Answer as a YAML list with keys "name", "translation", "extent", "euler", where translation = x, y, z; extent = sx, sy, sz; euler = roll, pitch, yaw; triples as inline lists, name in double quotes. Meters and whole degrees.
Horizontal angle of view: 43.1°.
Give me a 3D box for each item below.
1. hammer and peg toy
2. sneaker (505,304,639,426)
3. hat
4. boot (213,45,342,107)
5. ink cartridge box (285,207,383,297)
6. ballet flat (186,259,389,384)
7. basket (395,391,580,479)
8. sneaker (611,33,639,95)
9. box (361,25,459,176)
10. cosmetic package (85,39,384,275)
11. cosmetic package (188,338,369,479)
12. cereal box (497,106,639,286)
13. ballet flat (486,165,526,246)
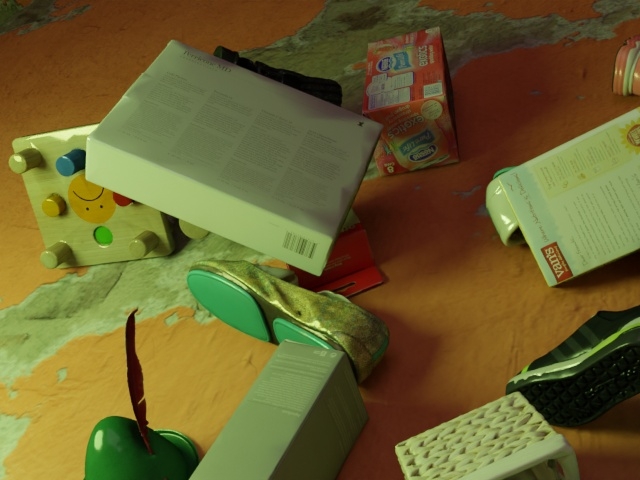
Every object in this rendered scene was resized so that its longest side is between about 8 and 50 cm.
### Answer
- name: "hammer and peg toy"
  translation: [-0.356, -0.093, 1.439]
  extent: [0.361, 0.266, 0.127]
  euler: [-8, 18, 17]
- name: "sneaker"
  translation: [0.310, 0.133, 0.903]
  extent: [0.234, 0.084, 0.097]
  euler: [-37, 15, 46]
- name: "hat"
  translation: [-0.260, 0.242, 1.000]
  extent: [0.172, 0.184, 0.208]
  euler: [-22, 35, -4]
- name: "boot"
  translation: [-0.124, -0.172, 1.533]
  extent: [0.260, 0.348, 0.131]
  euler: [17, 20, -24]
- name: "ink cartridge box"
  translation: [0.000, 0.000, 1.301]
  extent: [0.134, 0.078, 0.231]
  euler: [-22, 35, -4]
- name: "ballet flat"
  translation: [-0.045, 0.097, 1.163]
  extent: [0.348, 0.123, 0.123]
  euler: [23, 52, 38]
- name: "basket"
  translation: [0.174, 0.251, 0.851]
  extent: [0.167, 0.113, 0.103]
  euler: [-22, 31, -4]
- name: "sneaker"
  translation: [0.652, -0.353, 1.474]
  extent: [0.136, 0.116, 0.314]
  euler: [24, 59, 32]
- name: "box"
  translation: [0.170, -0.267, 1.528]
  extent: [0.154, 0.142, 0.300]
  euler: [-10, 35, 12]
- name: "cosmetic package"
  translation: [-0.120, -0.137, 1.241]
  extent: [0.377, 0.097, 0.284]
  euler: [23, 49, 3]
- name: "cosmetic package"
  translation: [-0.044, 0.246, 0.947]
  extent: [0.107, 0.127, 0.238]
  euler: [8, 41, 33]
- name: "cereal box"
  translation: [0.384, -0.061, 1.092]
  extent: [0.240, 0.047, 0.173]
  euler: [-26, 77, 19]
- name: "ballet flat"
  translation: [0.438, -0.057, 1.154]
  extent: [0.400, 0.139, 0.139]
  euler: [-9, 36, 21]
